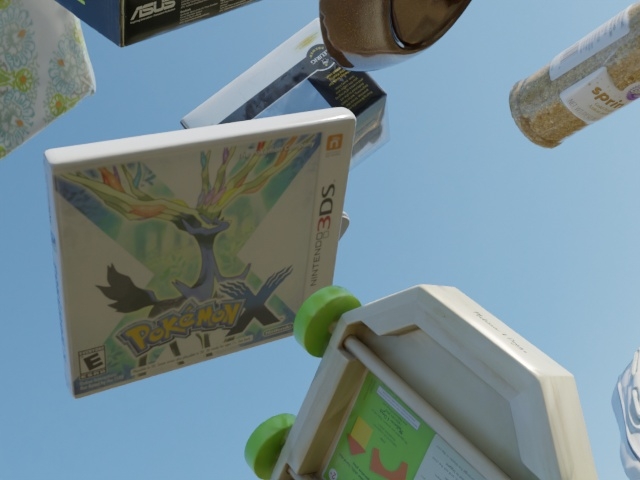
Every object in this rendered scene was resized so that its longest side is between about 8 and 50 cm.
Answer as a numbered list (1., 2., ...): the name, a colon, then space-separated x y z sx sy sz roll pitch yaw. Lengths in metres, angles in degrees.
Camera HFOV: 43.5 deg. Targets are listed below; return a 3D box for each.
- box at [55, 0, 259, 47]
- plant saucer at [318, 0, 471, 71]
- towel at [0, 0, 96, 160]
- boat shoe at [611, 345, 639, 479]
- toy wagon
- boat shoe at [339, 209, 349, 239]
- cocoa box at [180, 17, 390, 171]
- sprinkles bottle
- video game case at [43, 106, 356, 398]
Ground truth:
1. box: -0.115 -0.208 0.531 0.190 0.184 0.045 -32 -34 -39
2. plant saucer: 0.109 -0.288 0.730 0.310 0.050 0.311 -46 -23 -27
3. towel: -0.551 -0.337 1.406 0.374 0.090 0.321 -55 -29 -47
4. boat shoe: 0.331 0.169 0.758 0.095 0.258 0.084 11 -72 1
5. toy wagon: 0.044 0.205 0.560 0.068 0.267 0.345 5 -66 -41
6. boat shoe: 0.000 0.000 1.277 0.049 0.040 0.142 15 -54 -32
7. cocoa box: -0.058 -0.222 1.623 0.347 0.228 0.231 -38 -17 -5
8. sprinkles bottle: 0.425 -0.253 1.106 0.121 0.121 0.355 -11 -14 -37
9. video game case: -0.122 0.014 0.881 0.328 0.036 0.300 -13 -51 -27
